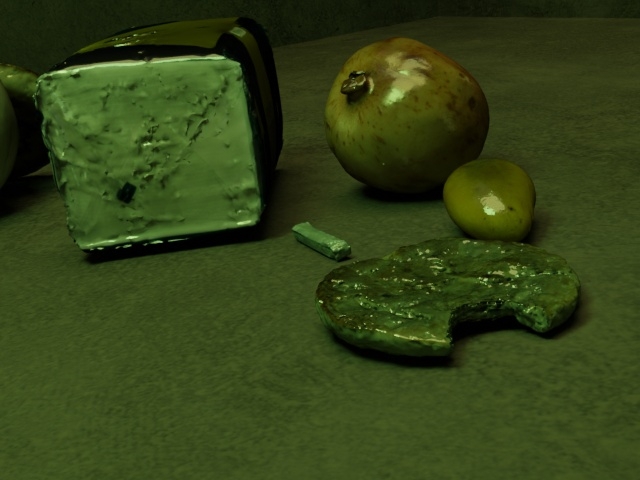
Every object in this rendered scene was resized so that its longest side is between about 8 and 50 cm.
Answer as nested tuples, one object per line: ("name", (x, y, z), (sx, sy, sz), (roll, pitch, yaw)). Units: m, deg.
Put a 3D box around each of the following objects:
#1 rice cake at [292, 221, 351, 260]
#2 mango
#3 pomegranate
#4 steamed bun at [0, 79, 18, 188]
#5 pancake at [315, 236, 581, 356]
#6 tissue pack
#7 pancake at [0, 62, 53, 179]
("rice cake", (0.000, 0.000, 1.157), (0.022, 0.021, 0.121), (-25, 22, -18))
("mango", (0.191, -0.043, 1.124), (0.103, 0.076, 0.161), (-2, 25, -1))
("pomegranate", (0.107, -0.169, 1.324), (0.215, 0.215, 0.215), (-7, 17, 2))
("steamed bun", (-0.613, -0.154, 1.495), (0.324, 0.324, 0.206), (-7, 60, 5))
("pancake", (0.114, 0.047, 0.925), (0.254, 0.037, 0.253), (-7, 16, 2))
("tissue pack", (-0.197, -0.157, 1.375), (0.264, 0.253, 0.416), (-7, 18, 4))
("pancake", (-0.589, -0.195, 1.686), (0.356, 0.065, 0.356), (-4, -27, -2))
